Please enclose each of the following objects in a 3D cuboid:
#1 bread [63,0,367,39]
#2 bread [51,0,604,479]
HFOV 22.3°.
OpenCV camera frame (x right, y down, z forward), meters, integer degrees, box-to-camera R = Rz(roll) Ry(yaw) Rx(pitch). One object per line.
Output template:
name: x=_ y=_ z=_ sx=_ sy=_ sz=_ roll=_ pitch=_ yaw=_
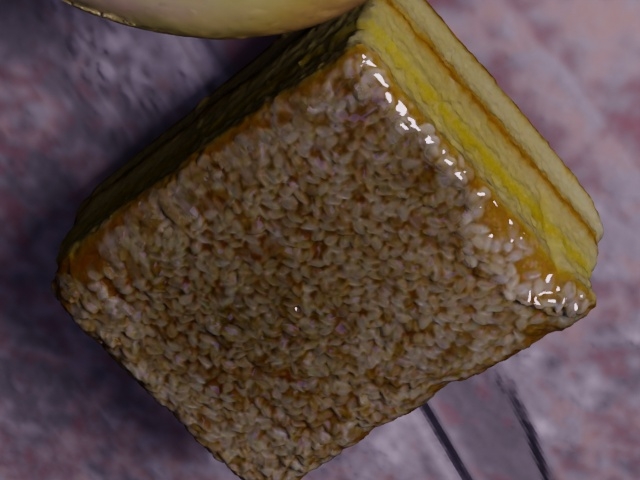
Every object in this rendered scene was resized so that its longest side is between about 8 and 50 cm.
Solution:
bread: x=-0.049 y=-0.174 z=0.708 sx=0.261 sy=0.158 sz=0.156 roll=15 pitch=133 yaw=5
bread: x=0.000 y=0.000 z=0.816 sx=0.234 sy=0.110 sz=0.184 roll=-34 pitch=110 yaw=30
